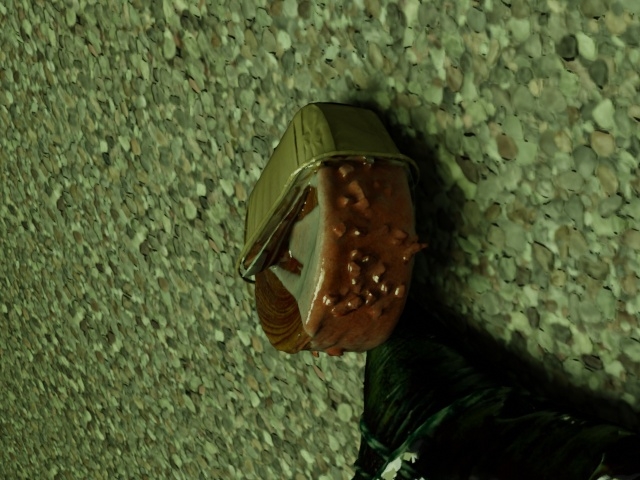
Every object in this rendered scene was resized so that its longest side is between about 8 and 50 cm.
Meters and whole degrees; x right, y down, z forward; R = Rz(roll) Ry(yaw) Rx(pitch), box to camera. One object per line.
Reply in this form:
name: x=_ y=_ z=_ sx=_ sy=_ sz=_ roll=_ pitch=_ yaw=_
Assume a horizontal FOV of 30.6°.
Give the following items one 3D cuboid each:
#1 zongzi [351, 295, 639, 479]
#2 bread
zongzi: x=0.110 y=0.223 z=1.060 sx=0.362 sy=0.319 sz=0.383 roll=49 pitch=130 yaw=43
bread: x=0.000 y=0.000 z=1.061 sx=0.224 sy=0.142 sz=0.212 roll=123 pitch=146 yaw=-50
